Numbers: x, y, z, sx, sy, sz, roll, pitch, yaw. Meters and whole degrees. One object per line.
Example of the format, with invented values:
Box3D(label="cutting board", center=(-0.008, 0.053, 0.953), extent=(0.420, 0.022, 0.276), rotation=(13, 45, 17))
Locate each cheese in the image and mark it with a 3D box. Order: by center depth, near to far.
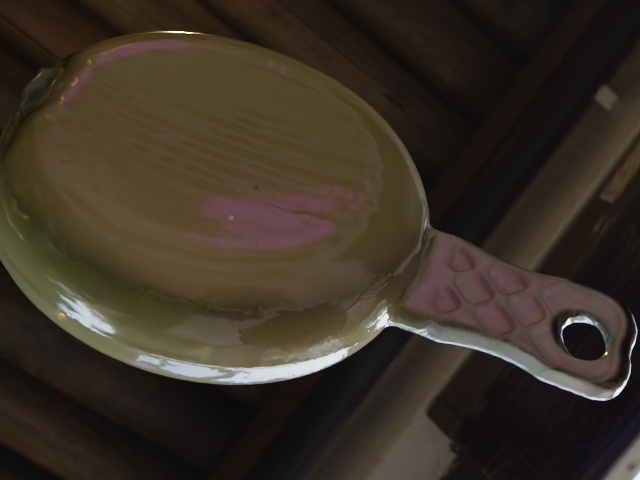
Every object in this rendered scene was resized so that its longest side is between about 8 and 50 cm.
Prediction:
Box3D(label="cheese", center=(0.000, 0.000, 0.378), extent=(0.227, 0.137, 0.064), rotation=(20, -39, 6))
